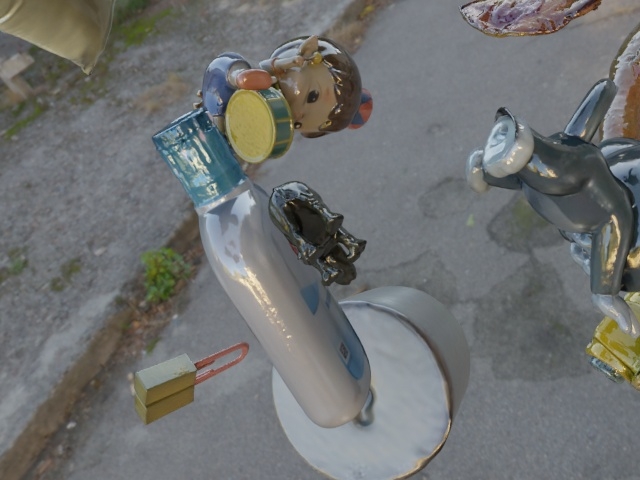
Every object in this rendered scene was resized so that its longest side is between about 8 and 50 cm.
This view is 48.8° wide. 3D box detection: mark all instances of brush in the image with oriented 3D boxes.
[{"bbox_3d":[-0.224,0.244,1.286,0.233,0.103,0.047,-20,50,-35],"label":"brush"}]

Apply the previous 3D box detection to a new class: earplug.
[{"bbox_3d":[0.126,0.241,1.317,0.313,0.312,0.394,-19,-4,21],"label":"earplug"}]

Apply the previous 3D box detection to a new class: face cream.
[{"bbox_3d":[-0.055,0.025,0.717,0.080,0.336,0.163,-26,17,11],"label":"face cream"}]

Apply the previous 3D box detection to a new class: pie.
[{"bbox_3d":[0.241,-0.257,0.778,0.170,0.034,0.092,-11,46,16],"label":"pie"}]

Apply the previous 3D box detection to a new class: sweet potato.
[{"bbox_3d":[0.457,-0.232,0.988,0.109,0.109,0.385,14,59,50],"label":"sweet potato"}]

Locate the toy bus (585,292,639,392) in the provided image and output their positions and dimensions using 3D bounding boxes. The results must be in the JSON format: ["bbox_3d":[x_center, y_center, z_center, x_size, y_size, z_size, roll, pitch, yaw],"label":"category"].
[{"bbox_3d":[0.484,0.189,0.831,0.335,0.123,0.121,38,92,27],"label":"toy bus"}]

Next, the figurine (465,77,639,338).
[{"bbox_3d":[0.216,-0.042,0.549,0.140,0.265,0.193,-45,33,10],"label":"figurine"}]

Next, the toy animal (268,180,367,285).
[{"bbox_3d":[0.000,0.000,0.544,0.047,0.135,0.065,-46,62,-2],"label":"toy animal"}]

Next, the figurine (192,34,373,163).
[{"bbox_3d":[-0.031,-0.198,0.975,0.275,0.158,0.161,-24,-18,-40],"label":"figurine"}]

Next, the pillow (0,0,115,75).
[{"bbox_3d":[-0.261,-0.216,0.540,0.078,0.254,0.144,35,109,27],"label":"pillow"}]
